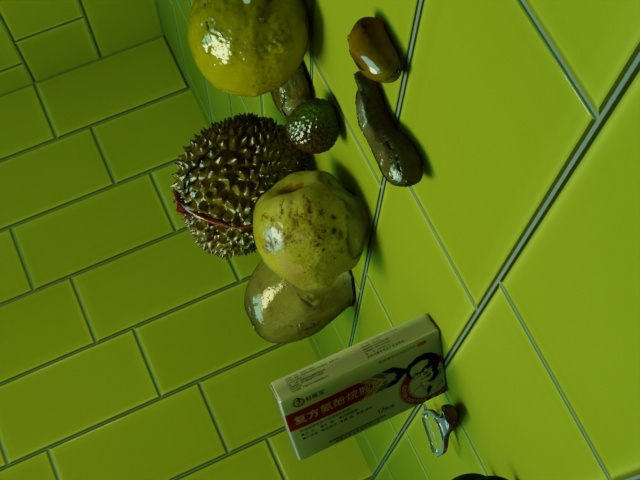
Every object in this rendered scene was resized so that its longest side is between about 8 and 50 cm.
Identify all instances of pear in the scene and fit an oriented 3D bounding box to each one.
[{"bbox_3d":[-0.024,-0.021,2.043,0.271,0.271,0.271,157,90,-80],"label":"pear"}]

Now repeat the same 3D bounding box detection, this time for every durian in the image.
[{"bbox_3d":[-0.209,-0.140,2.330,0.347,0.347,0.385,118,171,-77],"label":"durian"}]

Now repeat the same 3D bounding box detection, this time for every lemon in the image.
[{"bbox_3d":[-0.141,-0.416,1.799,0.245,0.245,0.320,65,164,9],"label":"lemon"}]

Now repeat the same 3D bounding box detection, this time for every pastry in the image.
[{"bbox_3d":[-0.075,-0.351,2.040,0.153,0.081,0.153,158,90,-84],"label":"pastry"}]

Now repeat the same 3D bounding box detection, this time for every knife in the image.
[{"bbox_3d":[0.267,0.389,1.983,0.278,0.053,0.123,95,155,-68],"label":"knife"}]

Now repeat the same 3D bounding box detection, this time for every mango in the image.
[{"bbox_3d":[0.083,-0.289,1.402,0.127,0.063,0.077,61,160,27],"label":"mango"}]

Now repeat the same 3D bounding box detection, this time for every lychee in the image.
[{"bbox_3d":[-0.014,-0.237,1.902,0.114,0.114,0.146,64,152,17],"label":"lychee"}]

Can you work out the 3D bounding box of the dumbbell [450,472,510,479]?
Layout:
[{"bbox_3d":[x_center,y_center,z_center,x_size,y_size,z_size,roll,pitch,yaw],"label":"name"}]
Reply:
[{"bbox_3d":[0.317,0.529,1.769,0.325,0.143,0.143,113,133,-77],"label":"dumbbell"}]

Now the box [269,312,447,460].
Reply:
[{"bbox_3d":[0.086,0.303,1.868,0.069,0.353,0.214,55,165,45],"label":"box"}]

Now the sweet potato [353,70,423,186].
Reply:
[{"bbox_3d":[0.109,-0.180,1.528,0.081,0.062,0.233,113,139,-55],"label":"sweet potato"}]

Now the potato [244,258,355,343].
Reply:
[{"bbox_3d":[-0.091,0.092,2.502,0.290,0.296,0.397,41,155,57],"label":"potato"}]
